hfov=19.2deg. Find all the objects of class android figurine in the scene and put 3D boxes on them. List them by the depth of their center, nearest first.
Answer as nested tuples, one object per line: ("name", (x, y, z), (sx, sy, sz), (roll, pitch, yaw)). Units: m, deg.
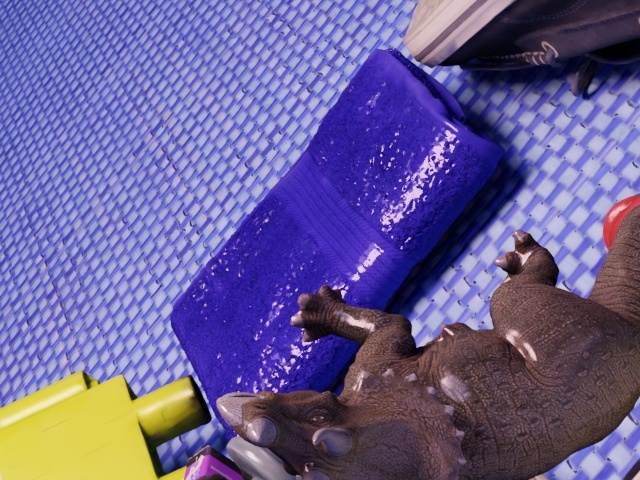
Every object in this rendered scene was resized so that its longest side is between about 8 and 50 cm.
("android figurine", (-0.201, 0.211, 1.465), (0.273, 0.056, 0.248), (-28, 47, 0))

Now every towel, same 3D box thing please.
("towel", (0.000, 0.000, 1.479), (0.308, 0.076, 0.228), (-54, 23, 8))

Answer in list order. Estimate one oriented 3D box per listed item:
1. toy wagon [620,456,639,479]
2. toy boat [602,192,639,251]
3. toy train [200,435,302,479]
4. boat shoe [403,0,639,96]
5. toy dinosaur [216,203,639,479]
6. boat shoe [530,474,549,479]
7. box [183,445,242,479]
("toy wagon", (0.208, 0.071, 0.916), (0.267, 0.068, 0.344), (-52, -11, 14))
("toy boat", (0.240, -0.082, 1.061), (0.231, 0.151, 0.151), (-41, -10, 23))
("toy train", (0.019, 0.223, 1.038), (0.142, 0.190, 0.334), (-48, 25, -14))
("boat shoe", (0.186, -0.200, 1.363), (0.187, 0.156, 0.500), (-64, 11, -11))
("toy dinosaur", (0.087, 0.072, 0.941), (0.313, 0.121, 0.160), (-16, 30, -21))
("boat shoe", (0.117, 0.188, 1.076), (0.233, 0.084, 0.079), (-137, 47, -59))
("box", (-0.049, 0.228, 1.238), (0.029, 0.116, 0.162), (-37, 28, 34))
